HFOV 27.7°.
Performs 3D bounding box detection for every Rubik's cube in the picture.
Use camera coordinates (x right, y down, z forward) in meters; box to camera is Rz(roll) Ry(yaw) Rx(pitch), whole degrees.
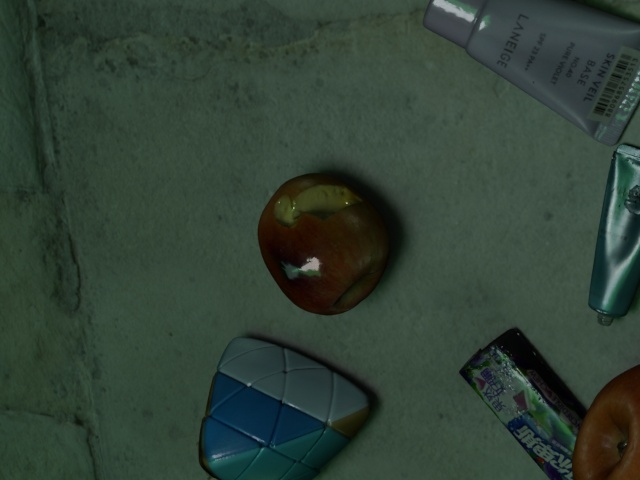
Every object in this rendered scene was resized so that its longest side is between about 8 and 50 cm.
[{"bbox_3d":[-0.031,0.284,1.866,0.254,0.254,0.254,11,111,30],"label":"Rubik's cube"}]

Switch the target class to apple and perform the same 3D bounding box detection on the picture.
[{"bbox_3d":[0.410,0.256,1.491,0.206,0.272,0.251,5,107,-12],"label":"apple"},{"bbox_3d":[0.000,0.000,1.733,0.199,0.199,0.199,11,111,30],"label":"apple"}]

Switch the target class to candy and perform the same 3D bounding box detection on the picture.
[{"bbox_3d":[0.311,0.257,1.679,0.312,0.061,0.088,50,127,10],"label":"candy"}]

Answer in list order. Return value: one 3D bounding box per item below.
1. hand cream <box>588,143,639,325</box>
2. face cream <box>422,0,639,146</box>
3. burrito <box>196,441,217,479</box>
[{"bbox_3d":[0.371,-0.001,1.573,0.083,0.048,0.224,20,110,29],"label":"hand cream"},{"bbox_3d":[0.260,-0.234,1.546,0.274,0.096,0.154,27,116,8],"label":"face cream"},{"bbox_3d":[-0.066,0.469,1.986,0.117,0.076,0.392,-24,93,29],"label":"burrito"}]
